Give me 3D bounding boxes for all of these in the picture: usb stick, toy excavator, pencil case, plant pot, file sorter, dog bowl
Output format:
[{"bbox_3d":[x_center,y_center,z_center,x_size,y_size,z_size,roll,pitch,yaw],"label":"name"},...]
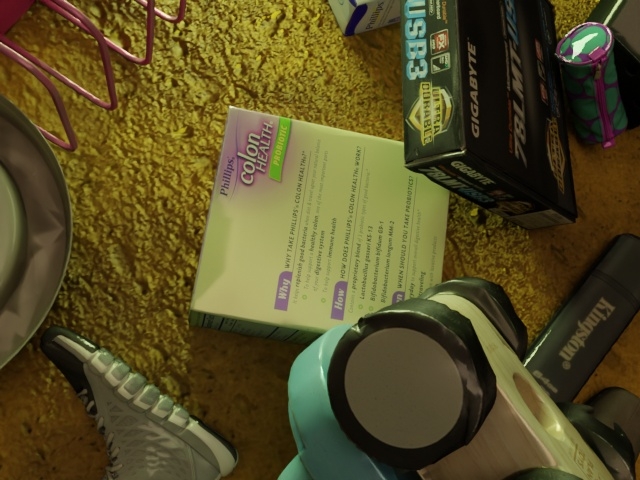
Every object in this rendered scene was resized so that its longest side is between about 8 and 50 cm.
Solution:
[{"bbox_3d":[0.308,0.104,0.792,0.077,0.045,0.278,44,72,1],"label":"usb stick"},{"bbox_3d":[0.063,0.307,0.563,0.445,0.222,0.432,-41,78,21],"label":"toy excavator"},{"bbox_3d":[0.328,-0.184,0.818,0.065,0.151,0.070,-23,48,16],"label":"pencil case"},{"bbox_3d":[0.422,-0.252,0.847,0.167,0.187,0.188,-43,87,-6],"label":"plant pot"},{"bbox_3d":[-0.249,-0.266,0.697,0.182,0.202,0.290,33,72,-3],"label":"file sorter"},{"bbox_3d":[-0.412,0.004,0.645,0.349,0.102,0.348,3,74,-11],"label":"dog bowl"}]

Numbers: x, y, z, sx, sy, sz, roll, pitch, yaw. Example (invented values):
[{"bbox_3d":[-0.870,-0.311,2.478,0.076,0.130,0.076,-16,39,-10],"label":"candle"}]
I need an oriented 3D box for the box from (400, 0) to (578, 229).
[{"bbox_3d":[0.188,-0.183,0.743,0.293,0.073,0.295,19,66,-51],"label":"box"}]

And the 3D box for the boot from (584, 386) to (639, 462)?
[{"bbox_3d":[0.299,0.256,0.689,0.083,0.161,0.246,41,72,1],"label":"boot"}]

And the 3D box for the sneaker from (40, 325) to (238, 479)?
[{"bbox_3d":[-0.202,0.191,0.648,0.229,0.086,0.132,37,74,-1],"label":"sneaker"}]

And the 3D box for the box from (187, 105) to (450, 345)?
[{"bbox_3d":[0.000,0.000,0.721,0.243,0.117,0.213,10,74,-9],"label":"box"}]

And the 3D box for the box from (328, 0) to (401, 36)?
[{"bbox_3d":[0.072,-0.341,0.849,0.137,0.072,0.126,-20,80,-16],"label":"box"}]
